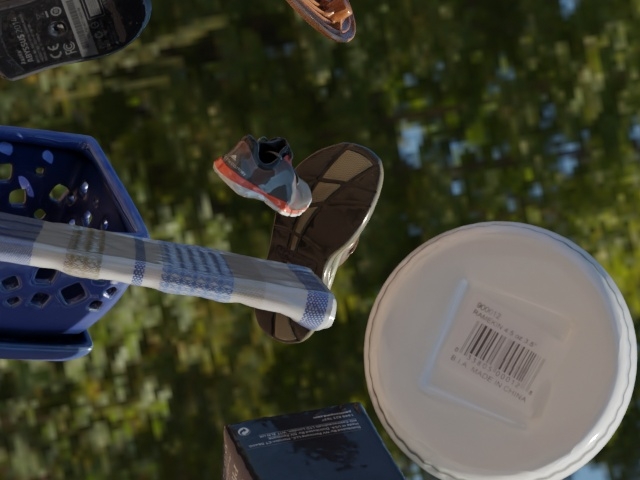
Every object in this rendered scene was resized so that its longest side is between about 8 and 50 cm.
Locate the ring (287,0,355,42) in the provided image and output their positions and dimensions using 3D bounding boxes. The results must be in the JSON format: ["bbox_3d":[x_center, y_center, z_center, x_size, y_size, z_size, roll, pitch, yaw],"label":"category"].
[{"bbox_3d":[-0.057,-0.342,1.810,0.336,0.032,0.336,53,15,-21],"label":"ring"}]

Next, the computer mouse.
[{"bbox_3d":[-0.331,-0.260,2.103,0.072,0.272,0.188,-108,-174,-48],"label":"computer mouse"}]

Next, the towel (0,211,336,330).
[{"bbox_3d":[-0.133,0.021,1.391,0.209,0.285,0.034,-145,-114,-81],"label":"towel"}]

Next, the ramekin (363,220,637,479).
[{"bbox_3d":[0.174,0.113,1.806,0.135,0.277,0.277,34,44,-82],"label":"ramekin"}]

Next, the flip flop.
[{"bbox_3d":[0.000,0.000,2.224,0.080,0.112,0.277,-34,148,-58],"label":"flip flop"}]

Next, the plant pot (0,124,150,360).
[{"bbox_3d":[-0.367,0.011,2.170,0.236,0.236,0.212,56,-48,47],"label":"plant pot"}]

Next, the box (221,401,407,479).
[{"bbox_3d":[0.007,0.390,2.055,0.294,0.183,0.296,-126,-147,-53],"label":"box"}]

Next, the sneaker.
[{"bbox_3d":[-0.043,-0.070,1.861,0.061,0.065,0.158,44,13,25],"label":"sneaker"}]
